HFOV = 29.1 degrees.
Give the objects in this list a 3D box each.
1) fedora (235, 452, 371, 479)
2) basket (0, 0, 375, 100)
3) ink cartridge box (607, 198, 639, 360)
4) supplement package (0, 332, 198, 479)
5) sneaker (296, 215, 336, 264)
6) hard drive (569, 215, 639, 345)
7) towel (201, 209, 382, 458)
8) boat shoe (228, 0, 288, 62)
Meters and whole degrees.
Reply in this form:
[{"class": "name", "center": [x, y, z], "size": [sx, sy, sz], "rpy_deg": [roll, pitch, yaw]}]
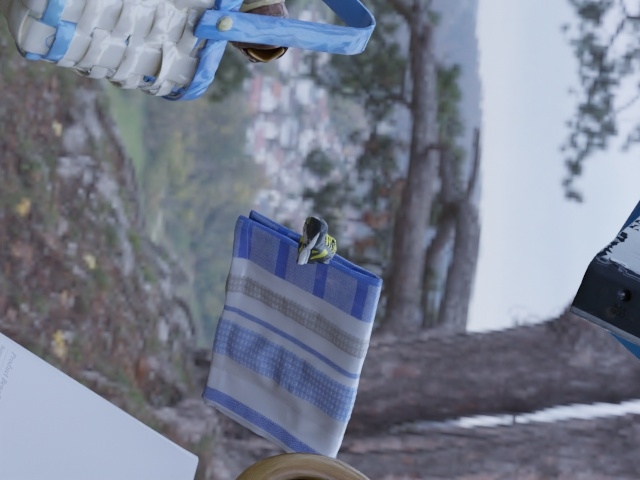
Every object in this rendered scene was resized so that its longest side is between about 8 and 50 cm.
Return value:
[{"class": "fedora", "center": [-0.010, 0.285, 1.098], "size": [0.079, 0.194, 0.194], "rpy_deg": [-53, -162, 45]}, {"class": "basket", "center": [-0.125, -0.234, 0.965], "size": [0.254, 0.289, 0.201], "rpy_deg": [53, -45, 37]}, {"class": "ink cartridge box", "center": [0.321, 0.044, 0.641], "size": [0.129, 0.307, 0.223], "rpy_deg": [-32, 156, -35]}, {"class": "supplement package", "center": [-0.268, 0.192, 0.925], "size": [0.293, 0.175, 0.177], "rpy_deg": [39, 43, -29]}, {"class": "sneaker", "center": [0.000, 0.000, 1.156], "size": [0.083, 0.035, 0.031], "rpy_deg": [120, -26, -68]}, {"class": "hard drive", "center": [0.158, 0.033, 0.399], "size": [0.094, 0.135, 0.022], "rpy_deg": [-25, 137, -60]}, {"class": "towel", "center": [-0.042, 0.126, 1.493], "size": [0.034, 0.209, 0.285], "rpy_deg": [-28, 139, -52]}, {"class": "boat shoe", "center": [-0.063, -0.201, 1.201], "size": [0.178, 0.064, 0.060], "rpy_deg": [-174, -112, -83]}]
